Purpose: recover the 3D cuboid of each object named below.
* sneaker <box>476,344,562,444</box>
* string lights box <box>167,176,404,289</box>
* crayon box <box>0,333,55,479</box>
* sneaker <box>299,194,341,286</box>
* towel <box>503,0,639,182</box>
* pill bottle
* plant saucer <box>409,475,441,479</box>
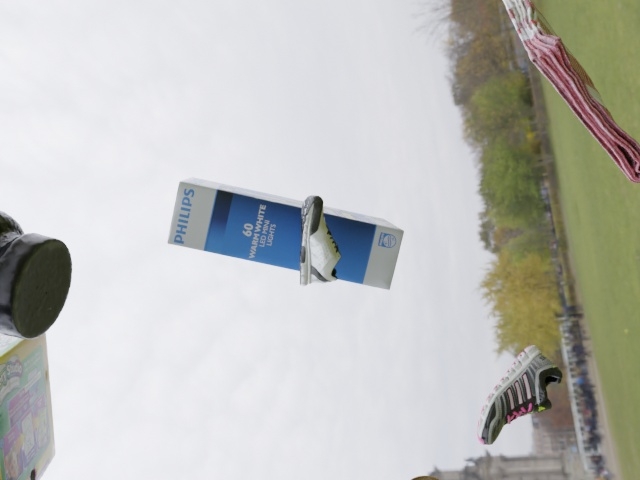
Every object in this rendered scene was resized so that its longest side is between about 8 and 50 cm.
[{"bbox_3d":[0.294,0.235,0.906,0.170,0.075,0.063,-48,-33,-18],"label":"sneaker"},{"bbox_3d":[-0.043,-0.011,0.760,0.133,0.260,0.076,-126,48,-80],"label":"string lights box"},{"bbox_3d":[-0.639,0.359,1.232,0.363,0.106,0.313,-146,52,-81],"label":"crayon box"},{"bbox_3d":[0.000,0.000,0.644,0.040,0.044,0.109,-91,3,-53],"label":"sneaker"},{"bbox_3d":[0.336,-0.244,0.851,0.237,0.037,0.329,39,-148,-25],"label":"towel"},{"bbox_3d":[-0.352,0.021,0.567,0.123,0.219,0.122,12,-90,-84],"label":"pill bottle"},{"bbox_3d":[0.151,0.369,0.863,0.083,0.083,0.015,-74,-4,-50],"label":"plant saucer"}]
